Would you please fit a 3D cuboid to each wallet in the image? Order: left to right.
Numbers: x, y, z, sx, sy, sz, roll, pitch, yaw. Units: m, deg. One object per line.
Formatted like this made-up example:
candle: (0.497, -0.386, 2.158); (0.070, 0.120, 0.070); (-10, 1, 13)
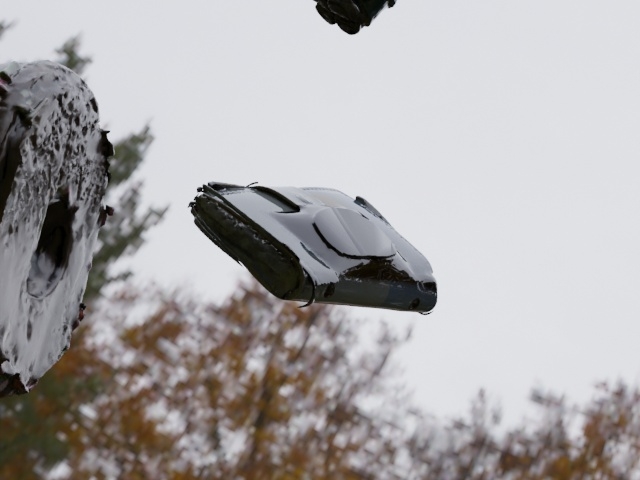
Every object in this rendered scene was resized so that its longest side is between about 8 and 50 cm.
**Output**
wallet: (0.000, 0.000, 1.441); (0.170, 0.231, 0.069); (43, -70, 29)

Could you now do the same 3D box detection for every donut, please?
donut: (-0.240, -0.011, 1.198); (0.103, 0.269, 0.269); (11, -49, 10)

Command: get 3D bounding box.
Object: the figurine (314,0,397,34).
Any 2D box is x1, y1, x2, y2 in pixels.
figurine: (0.063, -0.215, 1.193); (0.086, 0.149, 0.087); (31, -18, 43)
